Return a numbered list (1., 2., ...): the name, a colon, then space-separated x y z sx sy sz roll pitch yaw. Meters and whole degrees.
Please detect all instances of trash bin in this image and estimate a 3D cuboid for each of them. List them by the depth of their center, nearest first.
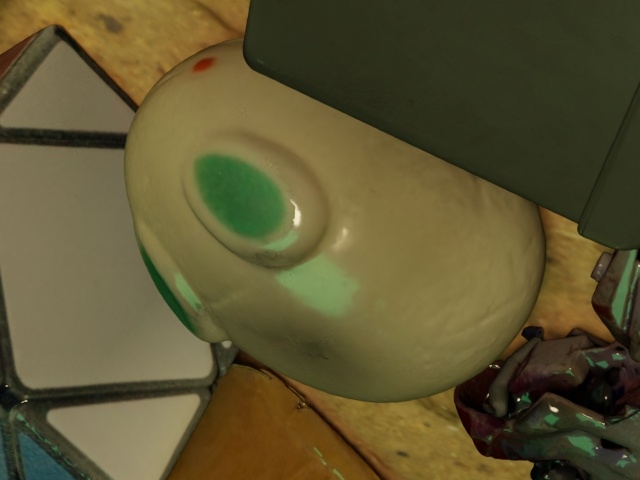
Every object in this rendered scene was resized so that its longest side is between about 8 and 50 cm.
1. trash bin: 0.094 -0.103 0.705 0.236 0.101 0.177 24 142 8

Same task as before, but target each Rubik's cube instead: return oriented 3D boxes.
1. Rubik's cube: -0.182 0.041 0.928 0.205 0.207 0.205 -23 118 42

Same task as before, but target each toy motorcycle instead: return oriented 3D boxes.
1. toy motorcycle: 0.147 0.066 0.874 0.122 0.082 0.213 26 129 4

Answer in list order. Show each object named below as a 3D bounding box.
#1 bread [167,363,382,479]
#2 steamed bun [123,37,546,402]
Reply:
1. bread: -0.065 0.215 1.064 0.288 0.204 0.156 41 149 -21
2. steamed bun: 0.000 0.000 0.842 0.228 0.131 0.177 35 141 -12
